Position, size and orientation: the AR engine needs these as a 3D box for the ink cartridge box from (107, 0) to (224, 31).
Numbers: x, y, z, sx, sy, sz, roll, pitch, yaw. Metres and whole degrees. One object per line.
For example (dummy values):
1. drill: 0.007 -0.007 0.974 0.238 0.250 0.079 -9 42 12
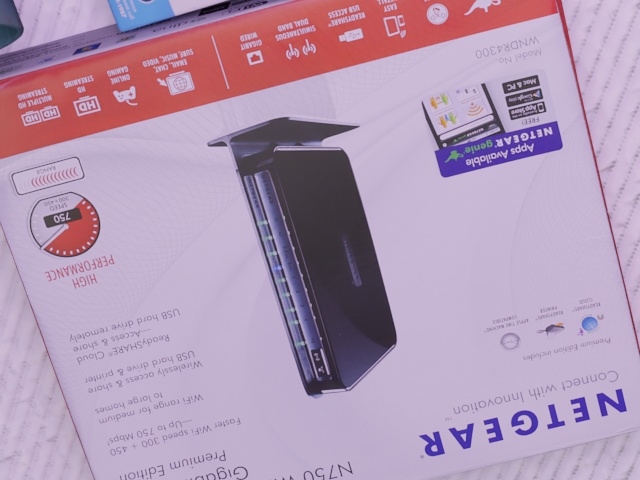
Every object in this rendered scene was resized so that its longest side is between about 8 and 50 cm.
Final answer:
1. ink cartridge box: -0.039 -0.192 0.913 0.181 0.061 0.104 -13 110 19

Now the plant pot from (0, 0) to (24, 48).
1. plant pot: -0.319 -0.184 0.836 0.293 0.293 0.235 -14 92 7

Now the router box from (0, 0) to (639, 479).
1. router box: 0.000 0.000 0.987 0.335 0.082 0.301 -15 109 7
